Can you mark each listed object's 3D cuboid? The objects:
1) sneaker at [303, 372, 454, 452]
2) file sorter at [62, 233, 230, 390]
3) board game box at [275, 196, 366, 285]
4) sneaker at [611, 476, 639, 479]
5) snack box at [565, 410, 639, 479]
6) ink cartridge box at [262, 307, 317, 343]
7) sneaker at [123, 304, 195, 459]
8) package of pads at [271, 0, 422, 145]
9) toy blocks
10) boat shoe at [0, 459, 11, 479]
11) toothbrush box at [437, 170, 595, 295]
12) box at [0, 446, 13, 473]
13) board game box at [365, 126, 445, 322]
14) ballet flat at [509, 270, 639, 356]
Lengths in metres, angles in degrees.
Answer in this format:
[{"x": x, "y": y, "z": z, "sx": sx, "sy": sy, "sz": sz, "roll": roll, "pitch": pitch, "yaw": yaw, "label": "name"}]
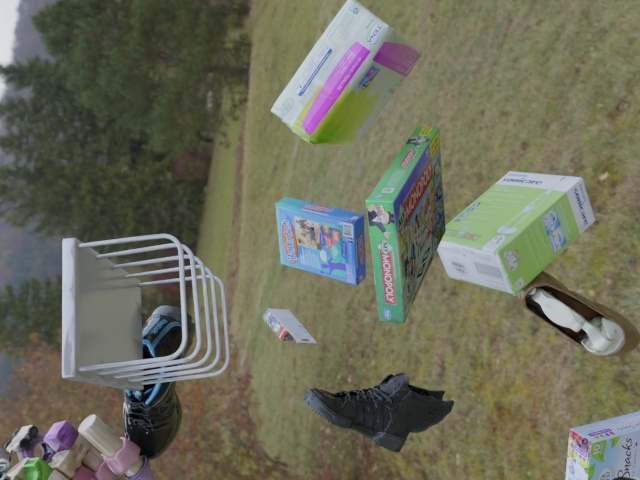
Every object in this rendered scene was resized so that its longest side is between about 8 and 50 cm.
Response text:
[{"x": 0.069, "y": 0.184, "z": 0.770, "sx": 0.089, "sy": 0.170, "sz": 0.051, "roll": -58, "pitch": 22, "yaw": 1, "label": "sneaker"}, {"x": -0.256, "y": 0.116, "z": 1.028, "sx": 0.277, "sy": 0.173, "sz": 0.192, "roll": 74, "pitch": -171, "yaw": -73, "label": "file sorter"}, {"x": 0.000, "y": 0.000, "z": 1.499, "sx": 0.210, "sy": 0.047, "sz": 0.160, "roll": 15, "pitch": 123, "yaw": 30, "label": "board game box"}, {"x": 0.148, "y": 0.239, "z": 0.419, "sx": 0.079, "sy": 0.121, "sz": 0.216, "roll": 111, "pitch": -179, "yaw": -62, "label": "sneaker"}, {"x": 0.333, "y": 0.242, "z": 0.723, "sx": 0.037, "sy": 0.141, "sz": 0.100, "roll": -151, "pitch": 58, "yaw": -66, "label": "snack box"}, {"x": -0.064, "y": 0.186, "z": 1.380, "sx": 0.115, "sy": 0.063, "sz": 0.029, "roll": 44, "pitch": 112, "yaw": 38, "label": "ink cartridge box"}, {"x": -0.338, "y": 0.294, "z": 1.286, "sx": 0.139, "sy": 0.125, "sz": 0.340, "roll": -54, "pitch": -23, "yaw": -68, "label": "sneaker"}, {"x": 0.054, "y": -0.271, "z": 1.154, "sx": 0.229, "sy": 0.101, "sz": 0.296, "roll": -53, "pitch": -10, "yaw": 18, "label": "package of pads"}, {"x": -0.494, "y": 0.531, "z": 1.292, "sx": 0.309, "sy": 0.260, "sz": 0.288, "roll": -18, "pitch": 31, "yaw": 34, "label": "toy blocks"}, {"x": -0.511, "y": 0.359, "z": 0.987, "sx": 0.116, "sy": 0.320, "sz": 0.099, "roll": -54, "pitch": 11, "yaw": 53, "label": "boat shoe"}, {"x": 0.424, "y": -0.025, "z": 1.471, "sx": 0.283, "sy": 0.122, "sz": 0.206, "roll": -39, "pitch": 26, "yaw": -21, "label": "toothbrush box"}, {"x": -0.806, "y": 0.424, "z": 1.515, "sx": 0.323, "sy": 0.067, "sz": 0.063, "roll": 68, "pitch": -156, "yaw": -12, "label": "box"}, {"x": 0.153, "y": -0.038, "z": 1.124, "sx": 0.317, "sy": 0.046, "sz": 0.213, "roll": -54, "pitch": -38, "yaw": -53, "label": "board game box"}, {"x": 0.557, "y": 0.172, "z": 1.442, "sx": 0.116, "sy": 0.342, "sz": 0.124, "roll": -54, "pitch": 8, "yaw": 18, "label": "ballet flat"}]
